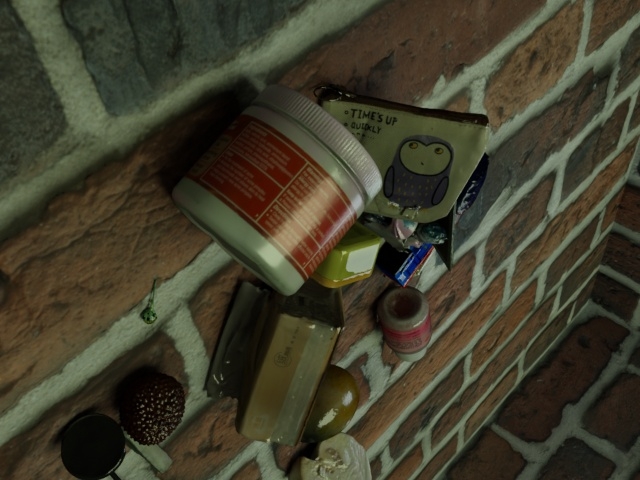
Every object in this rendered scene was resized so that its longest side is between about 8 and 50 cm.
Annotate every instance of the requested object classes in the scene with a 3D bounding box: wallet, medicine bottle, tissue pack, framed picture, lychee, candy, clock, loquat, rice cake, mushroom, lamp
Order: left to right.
[{"bbox_3d":[-0.397,0.472,1.228,0.130,0.109,0.371,3,133,-4],"label":"lamp"},{"bbox_3d":[-0.348,0.413,1.302,0.047,0.036,0.207,-53,149,-27],"label":"rice cake"},{"bbox_3d":[-0.292,0.106,1.120,0.023,0.025,0.083,-49,152,-69],"label":"candy"},{"bbox_3d":[-0.307,0.310,1.185,0.123,0.129,0.123,-9,151,-5],"label":"lychee"},{"bbox_3d":[-0.099,0.228,1.342,0.238,0.238,0.306,-8,125,-49],"label":"tissue pack"},{"bbox_3d":[-0.069,-0.075,1.031,0.241,0.252,0.252,-49,147,-9],"label":"medicine bottle"},{"bbox_3d":[-0.003,0.405,1.622,0.227,0.179,0.179,-21,134,-47],"label":"loquat"},{"bbox_3d":[0.000,0.000,1.233,0.143,0.202,0.096,-17,130,-44],"label":"clock"},{"bbox_3d":[0.019,0.670,1.947,0.236,0.173,0.162,15,154,-20],"label":"mushroom"},{"bbox_3d":[0.137,-0.157,1.237,0.068,0.335,0.275,-81,-178,-48],"label":"wallet"},{"bbox_3d":[0.242,0.242,1.822,0.147,0.147,0.247,-44,145,-18],"label":"medicine bottle"},{"bbox_3d":[0.254,-0.103,1.463,0.019,0.232,0.296,-18,139,-8],"label":"framed picture"}]

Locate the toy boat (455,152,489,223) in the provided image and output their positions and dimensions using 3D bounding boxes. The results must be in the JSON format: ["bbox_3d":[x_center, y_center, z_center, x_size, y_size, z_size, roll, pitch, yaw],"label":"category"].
[{"bbox_3d":[0.367,-0.089,1.737,0.219,0.072,0.318,-46,159,-59],"label":"toy boat"}]

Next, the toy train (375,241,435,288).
[{"bbox_3d":[0.237,0.018,1.672,0.204,0.082,0.131,-53,146,-5],"label":"toy train"}]

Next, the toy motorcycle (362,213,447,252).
[{"bbox_3d":[0.203,-0.022,1.480,0.239,0.204,0.108,5,104,-58],"label":"toy motorcycle"}]
